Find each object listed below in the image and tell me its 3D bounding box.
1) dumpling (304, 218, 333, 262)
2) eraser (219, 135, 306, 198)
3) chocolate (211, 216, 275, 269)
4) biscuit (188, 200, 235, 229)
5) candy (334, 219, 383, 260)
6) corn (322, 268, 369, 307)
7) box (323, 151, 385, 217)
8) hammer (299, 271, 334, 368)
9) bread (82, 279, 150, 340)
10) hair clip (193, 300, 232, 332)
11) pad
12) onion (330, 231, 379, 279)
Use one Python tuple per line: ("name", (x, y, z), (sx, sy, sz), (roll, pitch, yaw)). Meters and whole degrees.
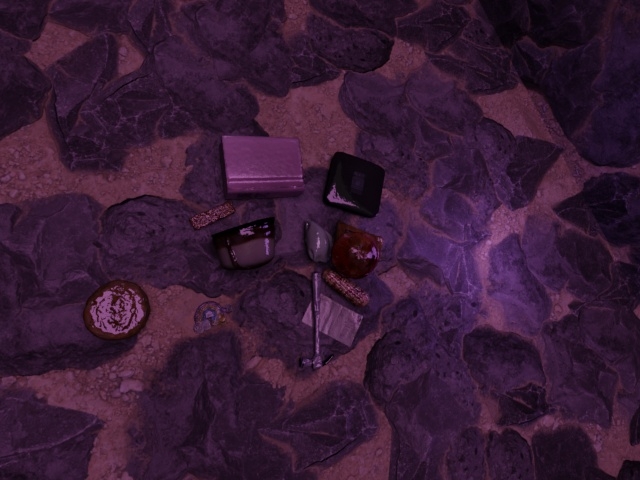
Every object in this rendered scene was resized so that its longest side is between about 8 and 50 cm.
("dumpling", (-0.012, 0.003, 1.875), (0.105, 0.149, 0.216), (-19, 75, 16))
("eraser", (-0.265, -0.334, 1.844), (0.359, 0.122, 0.272), (-5, 77, -22))
("chocolate", (-0.304, 0.028, 1.686), (0.284, 0.284, 0.186), (-20, 101, -23))
("biscuit", (-0.469, -0.109, 1.761), (0.199, 0.034, 0.064), (-29, 89, -23))
("candy", (0.188, 0.006, 1.939), (0.271, 0.101, 0.143), (20, 64, -21))
("corn", (0.117, 0.217, 1.868), (0.253, 0.086, 0.086), (38, 68, -7))
("box", (0.171, -0.274, 2.009), (0.290, 0.073, 0.288), (16, 73, -16))
("hammer", (-0.024, 0.350, 1.805), (0.152, 0.044, 0.426), (2, 77, -18))
("bread", (-0.761, 0.267, 1.523), (0.230, 0.123, 0.229), (7, 71, -22))
("hair clip", (-0.450, 0.306, 1.670), (0.172, 0.049, 0.116), (-17, 70, -14))
("pad", (0.059, 0.361, 1.855), (0.265, 0.009, 0.159), (30, 70, -11))
("onion", (0.166, 0.073, 1.808), (0.230, 0.163, 0.229), (-4, 100, -23))
